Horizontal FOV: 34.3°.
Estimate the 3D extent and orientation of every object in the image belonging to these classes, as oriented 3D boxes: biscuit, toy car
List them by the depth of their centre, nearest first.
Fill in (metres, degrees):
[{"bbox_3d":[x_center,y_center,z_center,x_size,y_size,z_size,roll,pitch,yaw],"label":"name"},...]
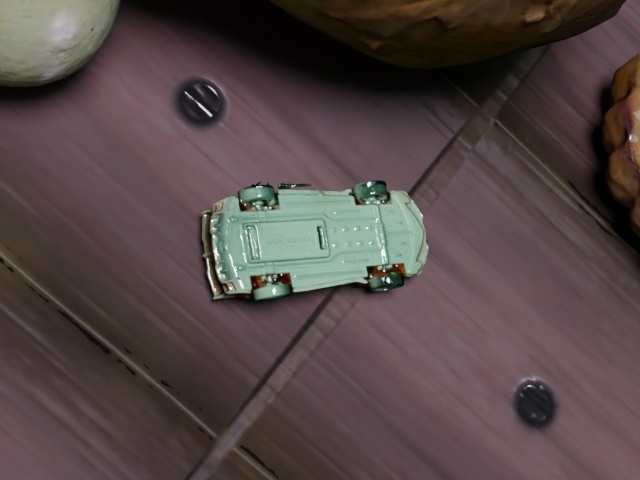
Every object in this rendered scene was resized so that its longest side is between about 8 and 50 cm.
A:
[{"bbox_3d":[0.000,0.000,0.542,0.122,0.035,0.059,-4,78,-30],"label":"toy car"},{"bbox_3d":[0.232,-0.024,0.621,0.183,0.061,0.118,40,69,-5],"label":"biscuit"}]

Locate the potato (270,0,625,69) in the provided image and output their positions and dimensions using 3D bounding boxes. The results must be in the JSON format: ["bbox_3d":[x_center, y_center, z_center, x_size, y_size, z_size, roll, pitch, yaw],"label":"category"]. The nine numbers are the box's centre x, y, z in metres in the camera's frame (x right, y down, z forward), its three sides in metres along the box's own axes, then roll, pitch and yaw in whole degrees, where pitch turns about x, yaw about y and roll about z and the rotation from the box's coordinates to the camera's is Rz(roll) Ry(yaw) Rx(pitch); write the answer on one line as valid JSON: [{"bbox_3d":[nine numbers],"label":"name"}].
[{"bbox_3d":[0.053,-0.177,0.471,0.300,0.246,0.196,-20,75,-45],"label":"potato"}]

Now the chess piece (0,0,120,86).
[{"bbox_3d":[-0.212,-0.119,0.450,0.251,0.144,0.144,-3,78,-28],"label":"chess piece"}]
